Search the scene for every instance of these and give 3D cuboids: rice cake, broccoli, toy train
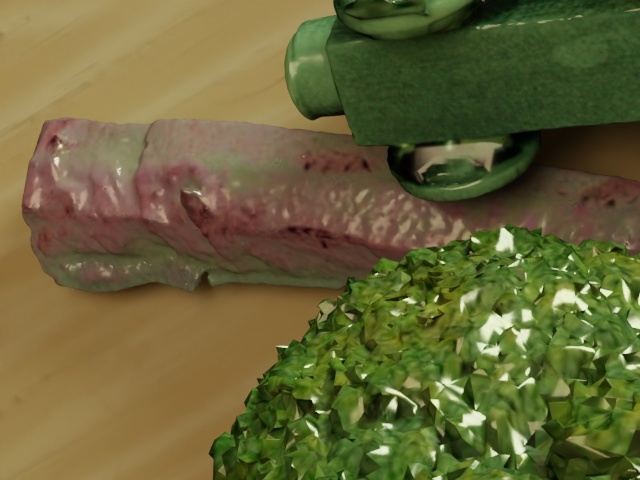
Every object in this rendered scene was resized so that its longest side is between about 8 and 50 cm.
[{"bbox_3d":[-0.001,-0.003,0.718,0.290,0.051,0.081,10,79,28],"label":"rice cake"},{"bbox_3d":[0.107,0.171,0.481,0.413,0.310,0.321,-32,37,-15],"label":"broccoli"},{"bbox_3d":[0.116,-0.095,0.653,0.253,0.105,0.157,-6,35,23],"label":"toy train"}]
